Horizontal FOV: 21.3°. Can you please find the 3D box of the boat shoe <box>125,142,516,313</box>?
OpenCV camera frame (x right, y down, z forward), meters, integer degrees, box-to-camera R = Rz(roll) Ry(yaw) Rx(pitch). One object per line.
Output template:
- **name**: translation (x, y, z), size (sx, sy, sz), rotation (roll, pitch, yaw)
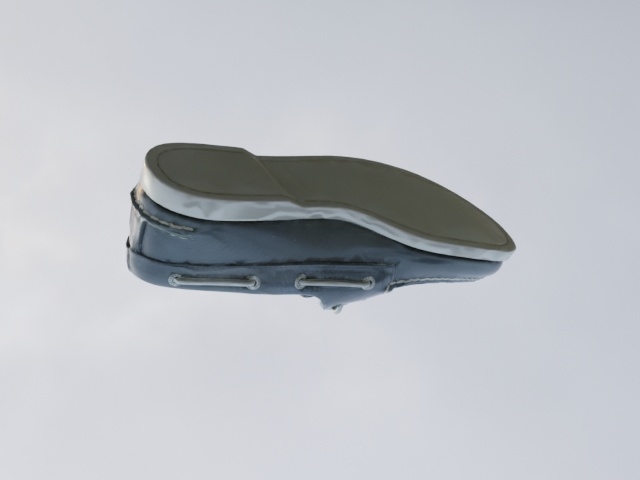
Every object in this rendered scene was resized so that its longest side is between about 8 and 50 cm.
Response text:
- **boat shoe**: translation (0.000, 0.000, 1.298), size (0.319, 0.099, 0.116), rotation (8, -151, -29)
